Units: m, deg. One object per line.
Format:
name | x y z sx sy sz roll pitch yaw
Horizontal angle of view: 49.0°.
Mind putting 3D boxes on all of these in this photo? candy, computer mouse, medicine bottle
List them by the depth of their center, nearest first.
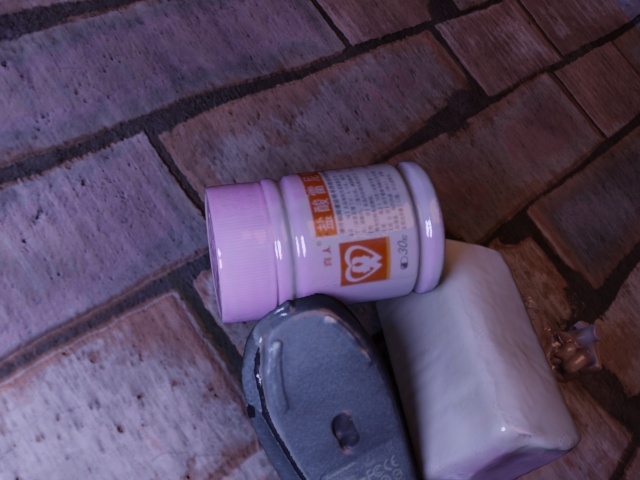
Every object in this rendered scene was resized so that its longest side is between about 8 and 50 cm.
computer mouse | 0.015 0.248 0.962 0.203 0.114 0.374 -23 97 -14
medicine bottle | 0.000 0.000 1.015 0.315 0.202 0.202 -8 66 -12
candy | 0.219 0.186 1.064 0.144 0.208 0.359 17 42 -29

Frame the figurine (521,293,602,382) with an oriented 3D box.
figurine | 0.386 0.175 1.271 0.236 0.141 0.163 24 47 -19
